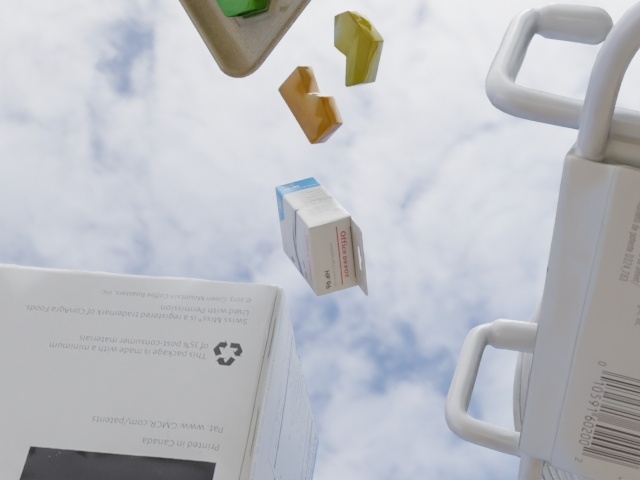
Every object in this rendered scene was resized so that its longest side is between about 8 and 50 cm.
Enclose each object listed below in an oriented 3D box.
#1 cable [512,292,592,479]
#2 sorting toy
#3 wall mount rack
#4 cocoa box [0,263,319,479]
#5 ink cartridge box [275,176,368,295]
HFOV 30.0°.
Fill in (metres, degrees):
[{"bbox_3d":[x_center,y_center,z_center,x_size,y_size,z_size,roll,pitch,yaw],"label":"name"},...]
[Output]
[{"bbox_3d":[0.260,0.102,0.801,0.257,0.089,0.257,38,-102,-11],"label":"cable"},{"bbox_3d":[-0.042,-0.248,1.009,0.041,0.307,0.229,-12,-25,-48],"label":"sorting toy"},{"bbox_3d":[0.218,0.026,0.548,0.130,0.304,0.350,-60,-22,-49],"label":"wall mount rack"},{"bbox_3d":[-0.193,0.172,0.832,0.347,0.231,0.228,3,-36,10],"label":"cocoa box"},{"bbox_3d":[0.000,0.000,0.725,0.028,0.083,0.048,-15,-62,-15],"label":"ink cartridge box"}]
